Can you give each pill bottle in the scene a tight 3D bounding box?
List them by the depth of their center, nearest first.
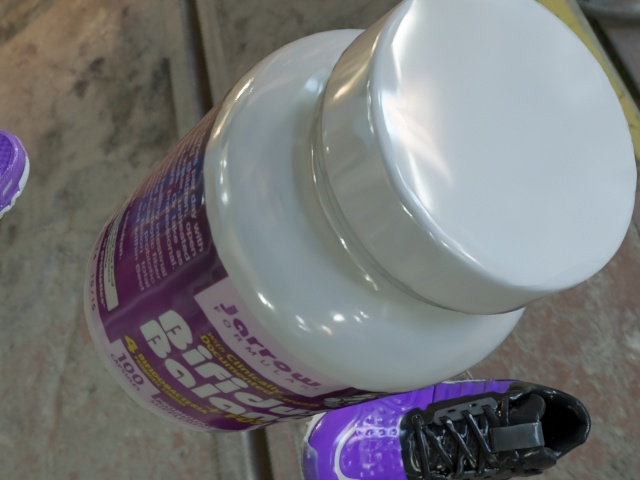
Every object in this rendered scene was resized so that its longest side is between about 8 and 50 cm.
[{"bbox_3d":[0.000,0.000,0.461,0.301,0.169,0.169,-31,42,57],"label":"pill bottle"}]

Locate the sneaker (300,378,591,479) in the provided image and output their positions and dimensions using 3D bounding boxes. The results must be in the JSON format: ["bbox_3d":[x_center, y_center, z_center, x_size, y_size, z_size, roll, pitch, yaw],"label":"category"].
[{"bbox_3d":[0.126,0.171,0.820,0.146,0.293,0.102,-10,85,54],"label":"sneaker"}]

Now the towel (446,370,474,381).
[{"bbox_3d":[0.196,0.214,1.258,0.060,0.009,0.083,-39,83,41],"label":"towel"}]

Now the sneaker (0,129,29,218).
[{"bbox_3d":[-0.402,-0.045,0.902,0.236,0.104,0.095,-29,74,-16],"label":"sneaker"}]
